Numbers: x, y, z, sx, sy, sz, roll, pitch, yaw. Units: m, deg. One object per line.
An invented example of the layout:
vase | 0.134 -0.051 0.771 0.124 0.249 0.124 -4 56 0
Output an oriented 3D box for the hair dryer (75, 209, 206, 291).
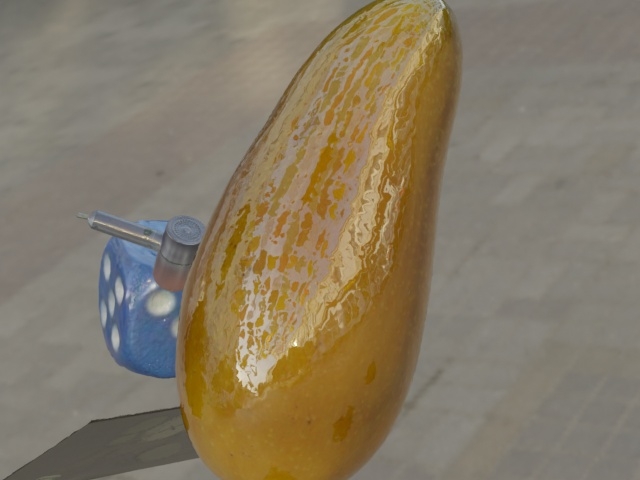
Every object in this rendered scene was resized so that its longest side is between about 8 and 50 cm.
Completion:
hair dryer | -0.161 -0.001 1.248 0.114 0.063 0.037 20 40 -4

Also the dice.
dice | -0.169 0.065 1.623 0.146 0.146 0.143 -1 26 -20

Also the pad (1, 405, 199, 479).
pad | -0.061 0.095 0.704 0.190 0.004 0.127 -6 -20 -40

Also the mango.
mango | 0.000 0.000 0.505 0.085 0.184 0.102 15 -4 -10
